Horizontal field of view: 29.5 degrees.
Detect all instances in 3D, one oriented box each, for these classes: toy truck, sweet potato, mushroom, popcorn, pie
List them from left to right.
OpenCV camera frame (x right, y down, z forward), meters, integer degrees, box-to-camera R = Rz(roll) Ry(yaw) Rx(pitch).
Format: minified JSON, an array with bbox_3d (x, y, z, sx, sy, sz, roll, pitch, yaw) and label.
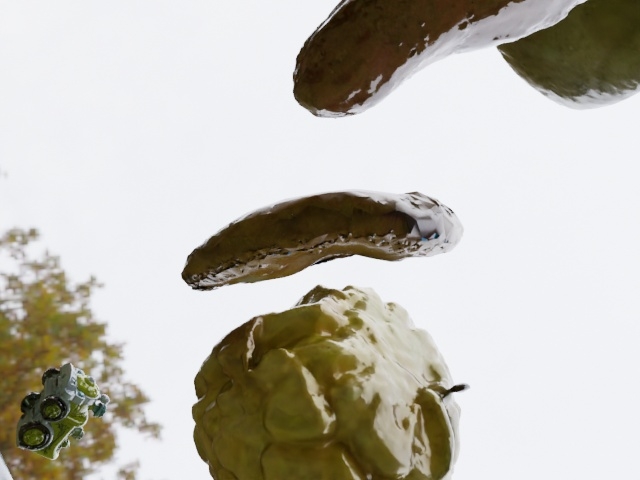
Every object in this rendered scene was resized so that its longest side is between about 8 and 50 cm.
[{"bbox_3d":[-0.291,0.194,1.376,0.111,0.077,0.076,-48,-155,16],"label":"toy truck"},{"bbox_3d":[-0.008,0.234,1.458,0.381,0.349,0.349,-42,-111,30],"label":"popcorn"},{"bbox_3d":[0.001,-0.001,1.140,0.273,0.273,0.069,-11,-96,35],"label":"pie"},{"bbox_3d":[0.132,-0.177,0.725,0.354,0.095,0.106,-26,-135,-5],"label":"sweet potato"},{"bbox_3d":[0.262,-0.293,1.065,0.292,0.212,0.217,-61,-168,-15],"label":"mushroom"}]

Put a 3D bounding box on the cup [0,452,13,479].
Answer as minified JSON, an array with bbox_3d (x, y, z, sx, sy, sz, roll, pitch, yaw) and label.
[{"bbox_3d":[-0.380,0.179,1.005,0.205,0.205,0.312,-46,-117,27],"label":"cup"}]
